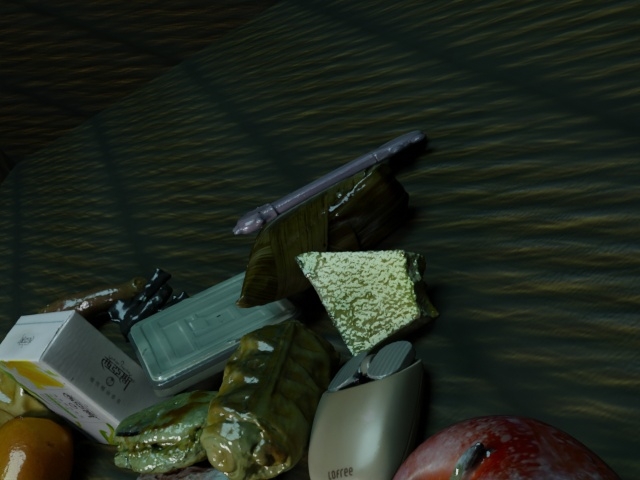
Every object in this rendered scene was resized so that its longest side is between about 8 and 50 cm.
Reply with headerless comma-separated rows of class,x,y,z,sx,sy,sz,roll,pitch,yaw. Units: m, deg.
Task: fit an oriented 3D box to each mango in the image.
mango,-0.523,0.437,1.552,0.187,0.138,0.257,-16,47,19

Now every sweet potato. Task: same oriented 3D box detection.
sweet potato,-0.543,0.164,2.026,0.385,0.109,0.109,-31,29,18

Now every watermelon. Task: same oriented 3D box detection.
watermelon,-0.178,0.358,1.293,0.241,0.094,0.154,-8,34,51

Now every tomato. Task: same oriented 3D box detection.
tomato,0.163,0.290,0.774,0.270,0.227,0.270,-52,14,18

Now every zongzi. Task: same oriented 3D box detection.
zongzi,0.000,0.000,1.457,0.286,0.134,0.288,-32,6,19

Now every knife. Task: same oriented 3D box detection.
knife,0.019,-0.105,1.665,0.399,0.038,0.132,-27,8,-6

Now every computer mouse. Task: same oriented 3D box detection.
computer mouse,0.058,0.230,1.161,0.145,0.082,0.236,-21,34,36

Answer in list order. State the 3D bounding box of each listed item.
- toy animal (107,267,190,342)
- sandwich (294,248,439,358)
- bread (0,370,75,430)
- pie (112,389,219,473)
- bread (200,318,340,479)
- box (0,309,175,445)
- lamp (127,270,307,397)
toy animal,-0.319,0.141,1.730,0.146,0.114,0.245,-44,-12,-18
sandwich,0.075,0.059,1.319,0.162,0.058,0.193,-36,63,8
bread,-0.556,0.295,1.728,0.252,0.196,0.238,-29,7,36
pie,-0.210,0.281,1.359,0.248,0.090,0.201,-16,3,39
bread,-0.070,0.221,1.245,0.152,0.130,0.267,3,30,13
box,-0.405,0.239,1.554,0.194,0.260,0.111,-10,40,47
lamp,-0.180,0.149,1.533,0.269,0.047,0.266,-26,22,-13
